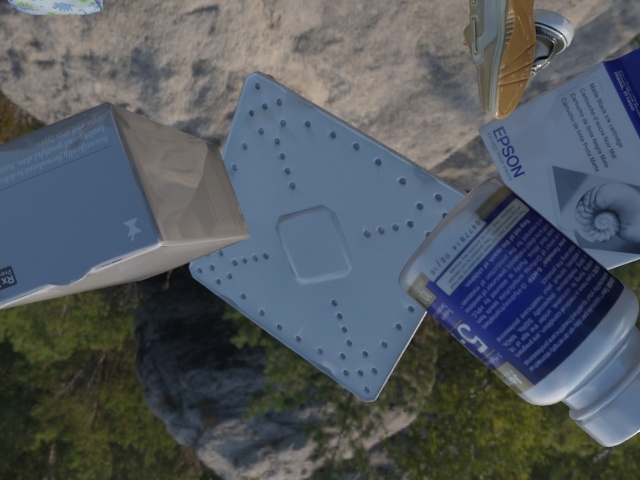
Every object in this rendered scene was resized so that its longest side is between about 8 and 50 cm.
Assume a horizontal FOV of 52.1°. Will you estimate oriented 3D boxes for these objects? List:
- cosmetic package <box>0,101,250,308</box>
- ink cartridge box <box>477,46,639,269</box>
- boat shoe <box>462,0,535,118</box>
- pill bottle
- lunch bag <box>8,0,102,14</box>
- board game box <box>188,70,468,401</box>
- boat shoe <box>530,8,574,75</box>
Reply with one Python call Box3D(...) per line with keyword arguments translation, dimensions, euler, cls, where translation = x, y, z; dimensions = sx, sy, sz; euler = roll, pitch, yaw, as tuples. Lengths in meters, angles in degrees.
Box3D(translation=(-0.150, -0.022, 0.509), dimensions=(0.127, 0.107, 0.238), euler=(-20, 176, 6), cls="cosmetic package")
Box3D(translation=(0.330, -0.084, 0.757), dimensions=(0.224, 0.223, 0.045), euler=(-28, 176, 32), cls="ink cartridge box")
Box3D(translation=(0.168, -0.203, 0.630), dimensions=(0.063, 0.059, 0.170), euler=(-27, 127, -35), cls="boat shoe")
Box3D(translation=(0.160, 0.053, 0.479), dimensions=(0.186, 0.112, 0.112), euler=(43, 136, 13), cls="pill bottle")
Box3D(translation=(-0.618, -0.594, 1.495), dimensions=(0.218, 0.090, 0.176), euler=(0, 169, 3), cls="lunch bag")
Box3D(translation=(0.000, 0.000, 1.003), dimensions=(0.389, 0.050, 0.390), euler=(33, 123, 15), cls="board game box")
Box3D(translation=(0.508, -0.447, 1.573), dimensions=(0.121, 0.335, 0.119), euler=(29, 92, 5), cls="boat shoe")
